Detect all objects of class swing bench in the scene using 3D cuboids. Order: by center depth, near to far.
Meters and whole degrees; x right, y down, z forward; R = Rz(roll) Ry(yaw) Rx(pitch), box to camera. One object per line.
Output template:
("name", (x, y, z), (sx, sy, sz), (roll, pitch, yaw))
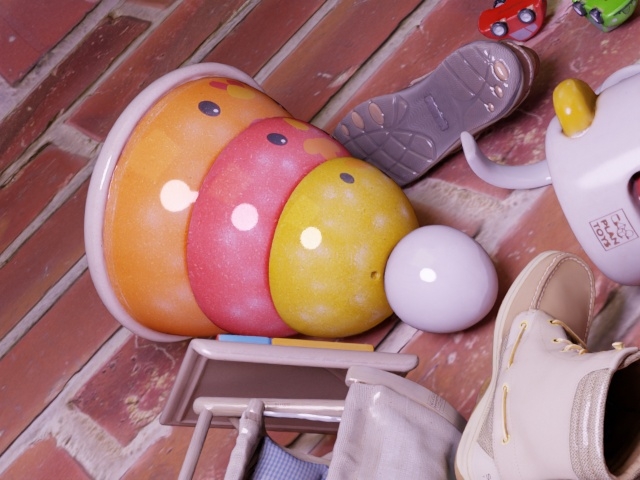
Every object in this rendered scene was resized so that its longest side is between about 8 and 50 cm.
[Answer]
("swing bench", (-0.005, 0.262, 1.317), (0.254, 0.165, 0.253), (-15, 37, 28))

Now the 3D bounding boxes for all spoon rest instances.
("spoon rest", (0.303, -0.126, 1.658), (0.276, 0.084, 0.137), (-18, 36, 11))

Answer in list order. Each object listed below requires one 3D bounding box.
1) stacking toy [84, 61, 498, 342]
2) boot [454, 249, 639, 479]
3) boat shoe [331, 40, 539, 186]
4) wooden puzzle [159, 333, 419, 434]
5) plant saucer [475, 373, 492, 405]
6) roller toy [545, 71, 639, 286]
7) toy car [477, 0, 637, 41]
("stacking toy", (0.000, 0.000, 1.679), (0.479, 0.351, 0.351), (16, 60, 34))
("boot", (0.233, 0.108, 1.288), (0.203, 0.095, 0.262), (-24, 34, 56))
("boat shoe", (0.147, -0.154, 1.835), (0.324, 0.123, 0.116), (-24, 0, 41))
("wooden puzzle", (-0.037, 0.144, 1.460), (0.239, 0.220, 0.044), (122, 151, -62))
("plant saucer", (0.189, 0.153, 1.469), (0.083, 0.015, 0.083), (-29, 32, 20))
("roller toy", (0.312, -0.060, 1.426), (0.146, 0.209, 0.191), (-26, 63, 26))
("toy car", (0.337, -0.311, 1.860), (0.239, 0.053, 0.225), (-42, 31, 0))
